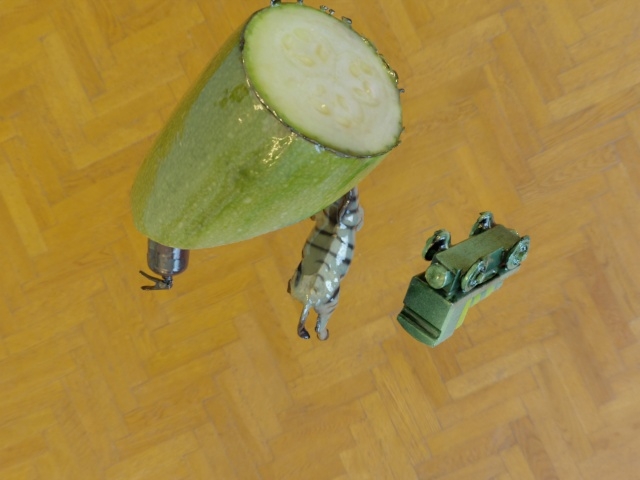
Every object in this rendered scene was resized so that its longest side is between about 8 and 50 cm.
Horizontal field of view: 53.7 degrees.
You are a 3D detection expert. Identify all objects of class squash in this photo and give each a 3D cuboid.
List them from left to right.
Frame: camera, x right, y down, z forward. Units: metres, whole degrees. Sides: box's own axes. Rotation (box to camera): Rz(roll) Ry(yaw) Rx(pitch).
[{"bbox_3d":[-0.063,-0.091,0.640,0.189,0.189,0.260,52,136,3],"label":"squash"}]

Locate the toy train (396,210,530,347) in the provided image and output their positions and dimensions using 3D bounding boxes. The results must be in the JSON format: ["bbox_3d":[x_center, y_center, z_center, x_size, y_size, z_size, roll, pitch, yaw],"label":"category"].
[{"bbox_3d":[0.187,0.043,0.808,0.083,0.200,0.132,38,126,32],"label":"toy train"}]

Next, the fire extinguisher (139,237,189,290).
[{"bbox_3d":[-0.260,-0.024,1.052,0.089,0.072,0.267,14,117,9],"label":"fire extinguisher"}]

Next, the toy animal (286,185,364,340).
[{"bbox_3d":[0.006,0.000,0.692,0.073,0.176,0.216,12,79,2],"label":"toy animal"}]
